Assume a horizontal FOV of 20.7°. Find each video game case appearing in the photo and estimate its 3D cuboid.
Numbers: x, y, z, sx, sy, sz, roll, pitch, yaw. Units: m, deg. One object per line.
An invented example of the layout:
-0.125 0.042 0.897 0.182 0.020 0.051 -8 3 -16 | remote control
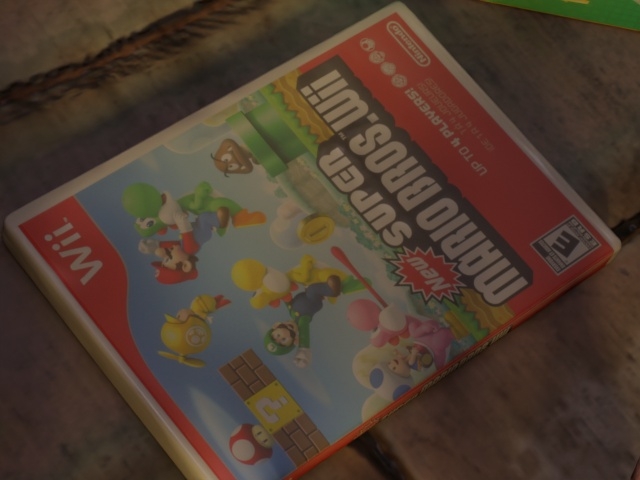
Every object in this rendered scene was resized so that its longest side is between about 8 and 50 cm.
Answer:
0.000 0.000 0.965 0.285 0.025 0.204 -32 72 -26 | video game case

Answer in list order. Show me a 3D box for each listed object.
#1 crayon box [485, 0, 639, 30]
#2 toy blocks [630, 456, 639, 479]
0.097 -0.239 1.091 0.279 0.081 0.165 10 59 -7 | crayon box
0.113 0.158 0.703 0.289 0.260 0.309 -17 39 -29 | toy blocks
